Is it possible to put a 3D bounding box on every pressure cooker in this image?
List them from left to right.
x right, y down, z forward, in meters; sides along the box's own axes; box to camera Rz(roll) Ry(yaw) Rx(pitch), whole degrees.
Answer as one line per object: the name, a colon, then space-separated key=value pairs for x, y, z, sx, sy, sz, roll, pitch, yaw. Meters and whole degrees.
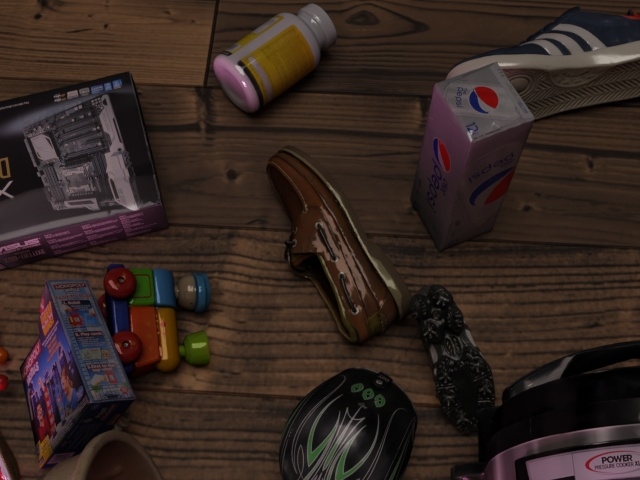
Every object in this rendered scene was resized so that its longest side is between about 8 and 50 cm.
pressure cooker: x=0.351 y=0.305 z=0.952 sx=0.370 sy=0.375 sz=0.420 roll=12 pitch=61 yaw=-16

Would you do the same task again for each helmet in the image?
helmet: x=0.029 y=0.251 z=1.101 sx=0.169 sy=0.169 sz=0.161 roll=30 pitch=50 yaw=15

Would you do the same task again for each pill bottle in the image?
pill bottle: x=-0.066 y=-0.286 z=1.406 sx=0.184 sy=0.103 sz=0.103 roll=-38 pitch=68 yaw=-18

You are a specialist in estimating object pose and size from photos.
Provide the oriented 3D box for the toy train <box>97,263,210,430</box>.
toy train: x=-0.209 y=0.152 z=1.192 sx=0.143 sy=0.105 sz=0.248 roll=-2 pitch=66 yaw=-20

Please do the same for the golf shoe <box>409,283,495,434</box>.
golf shoe: x=0.177 y=0.150 z=1.194 sx=0.077 sy=0.094 sz=0.198 roll=-17 pitch=89 yaw=7

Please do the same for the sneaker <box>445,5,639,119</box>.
sneaker: x=0.349 y=-0.281 z=1.396 sx=0.350 sy=0.131 sz=0.148 roll=-7 pitch=55 yaw=-9

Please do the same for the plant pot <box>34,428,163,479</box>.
plant pot: x=-0.324 y=0.401 z=0.953 sx=0.305 sy=0.334 sz=0.334 roll=-16 pitch=63 yaw=5

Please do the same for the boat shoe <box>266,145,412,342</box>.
boat shoe: x=0.000 y=0.000 z=1.251 sx=0.104 sy=0.110 sz=0.307 roll=-31 pitch=66 yaw=-16

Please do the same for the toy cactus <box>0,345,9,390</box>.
toy cactus: x=-0.517 y=0.133 z=1.197 sx=0.180 sy=0.112 sz=0.219 roll=-31 pitch=84 yaw=1

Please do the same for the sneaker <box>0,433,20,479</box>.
sneaker: x=-0.433 y=0.272 z=1.153 sx=0.067 sy=0.042 sz=0.118 roll=-34 pitch=72 yaw=-9

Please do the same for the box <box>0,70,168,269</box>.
box: x=-0.397 y=-0.098 z=1.326 sx=0.307 sy=0.076 sz=0.242 roll=-14 pitch=63 yaw=-7

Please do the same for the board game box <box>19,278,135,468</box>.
board game box: x=-0.316 y=0.157 z=1.149 sx=0.060 sy=0.194 sz=0.194 roll=2 pitch=56 yaw=-37

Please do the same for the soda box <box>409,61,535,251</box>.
soda box: x=0.192 y=-0.100 z=1.202 sx=0.091 sy=0.286 sz=0.098 roll=-21 pitch=65 yaw=-12
